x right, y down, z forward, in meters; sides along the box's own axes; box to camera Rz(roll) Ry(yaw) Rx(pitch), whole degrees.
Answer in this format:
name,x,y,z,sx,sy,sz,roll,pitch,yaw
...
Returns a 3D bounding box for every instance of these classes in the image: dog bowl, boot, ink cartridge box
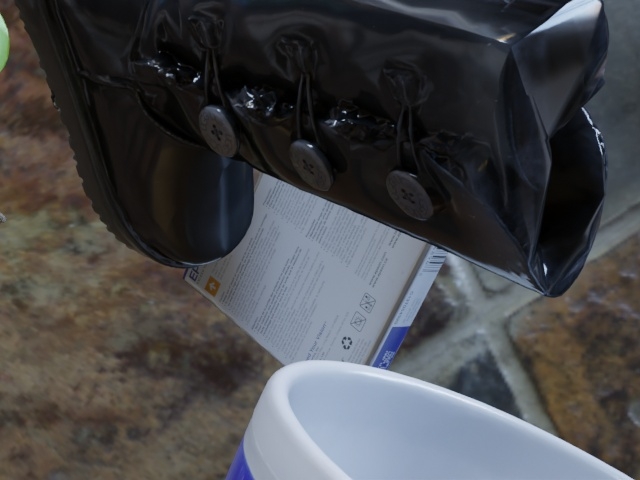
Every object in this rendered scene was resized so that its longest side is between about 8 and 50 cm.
name,x,y,z,sx,sy,sz,roll,pitch,yaw
dog bowl,0.077,0.160,0.517,0.264,0.265,0.104,21,98,-20
boot,0.004,-0.060,0.864,0.146,0.445,0.367,-55,143,-26
ink cartridge box,0.000,0.000,1.498,0.071,0.330,0.324,3,119,-52

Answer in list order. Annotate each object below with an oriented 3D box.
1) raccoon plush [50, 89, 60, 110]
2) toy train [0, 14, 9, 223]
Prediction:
name,x,y,z,sx,sy,sz,roll,pitch,yaw
raccoon plush,-0.201,-0.302,1.562,0.216,0.446,0.299,18,105,16
toy train,-0.210,-0.094,0.601,0.248,0.143,0.105,50,57,-35
